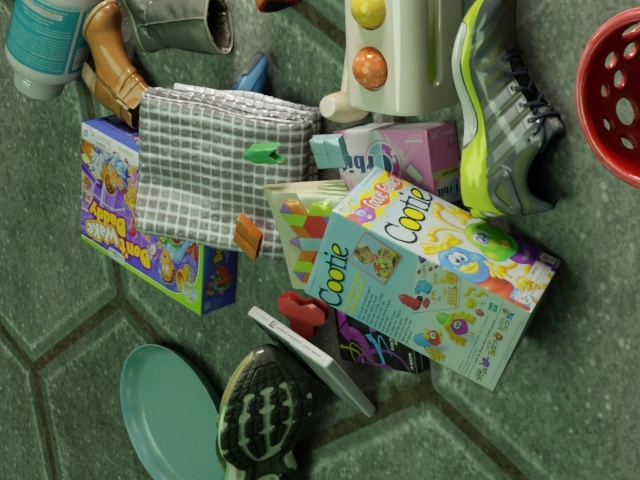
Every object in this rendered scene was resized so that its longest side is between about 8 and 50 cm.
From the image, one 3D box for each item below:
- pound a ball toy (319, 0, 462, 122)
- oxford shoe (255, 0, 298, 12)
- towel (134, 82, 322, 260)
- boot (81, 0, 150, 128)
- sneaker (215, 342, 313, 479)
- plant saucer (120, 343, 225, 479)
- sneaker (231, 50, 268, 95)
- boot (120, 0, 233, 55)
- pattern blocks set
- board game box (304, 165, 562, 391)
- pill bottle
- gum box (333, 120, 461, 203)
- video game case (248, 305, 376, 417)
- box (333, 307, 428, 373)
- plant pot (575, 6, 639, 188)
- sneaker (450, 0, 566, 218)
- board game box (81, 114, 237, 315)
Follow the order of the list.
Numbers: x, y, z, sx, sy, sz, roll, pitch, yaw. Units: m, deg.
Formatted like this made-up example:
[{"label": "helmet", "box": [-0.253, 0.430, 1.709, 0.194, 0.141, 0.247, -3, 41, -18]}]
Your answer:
[{"label": "pound a ball toy", "box": [0.066, -0.290, 1.633, 0.208, 0.136, 0.319, 17, 117, 43]}, {"label": "oxford shoe", "box": [-0.026, -0.420, 1.718, 0.271, 0.097, 0.098, -34, 73, 49]}, {"label": "towel", "box": [-0.147, -0.104, 1.877, 0.284, 0.121, 0.235, 10, 118, 13]}, {"label": "boot", "box": [-0.338, -0.300, 2.130, 0.152, 0.073, 0.197, 46, 143, 25]}, {"label": "sneaker", "box": [-0.122, 0.284, 2.033, 0.410, 0.158, 0.182, 99, 150, -46]}, {"label": "plant saucer", "box": [-0.262, 0.338, 2.315, 0.318, 0.044, 0.317, 20, 119, 42]}, {"label": "sneaker", "box": [-0.108, -0.193, 1.929, 0.082, 0.069, 0.209, 27, 121, 3]}, {"label": "boot", "box": [-0.236, -0.379, 1.978, 0.208, 0.076, 0.189, 9, 126, 53]}, {"label": "pattern blocks set", "box": [0.000, 0.000, 1.769, 0.285, 0.026, 0.324, -11, 117, 34]}, {"label": "board game box", "box": [0.144, 0.045, 1.606, 0.275, 0.142, 0.144, 28, 127, 11]}, {"label": "pill bottle", "box": [-0.468, -0.374, 2.180, 0.146, 0.146, 0.264, 48, 134, 24]}, {"label": "gum box", "box": [0.102, -0.106, 1.721, 0.188, 0.062, 0.107, 5, 108, 47]}, {"label": "video game case", "box": [-0.011, 0.185, 1.907, 0.173, 0.022, 0.190, 31, 167, 36]}, {"label": "box", "box": [0.087, 0.131, 1.858, 0.162, 0.029, 0.116, 4, 108, 45]}, {"label": "plant pot", "box": [0.388, -0.159, 1.298, 0.191, 0.174, 0.191, 21, 120, 41]}, {"label": "sneaker", "box": [0.240, -0.166, 1.531, 0.121, 0.111, 0.299, 9, 117, 35]}, {"label": "board game box", "box": [-0.282, -0.050, 2.156, 0.347, 0.078, 0.233, 28, 124, 38]}]
